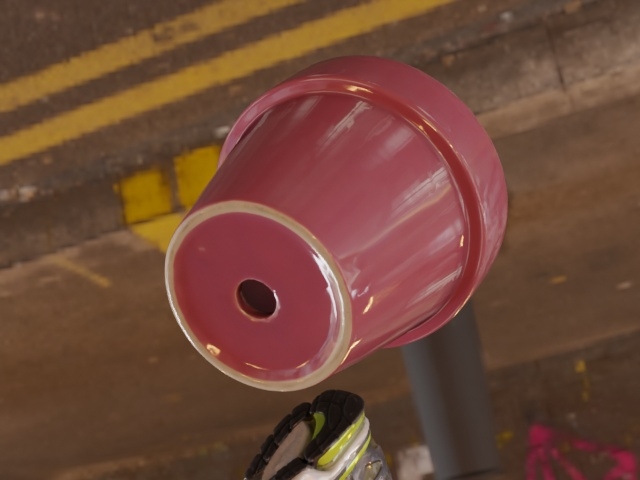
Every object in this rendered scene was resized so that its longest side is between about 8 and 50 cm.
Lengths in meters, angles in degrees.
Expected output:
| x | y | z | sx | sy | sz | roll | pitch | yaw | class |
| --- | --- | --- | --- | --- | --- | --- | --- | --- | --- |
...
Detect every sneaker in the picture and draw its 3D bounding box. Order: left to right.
| x | y | z | sx | sy | sz | roll | pitch | yaw | class |
| --- | --- | --- | --- | --- | --- | --- | --- | --- | --- |
| -0.038 | 0.271 | 1.186 | 0.300 | 0.121 | 0.111 | -46 | -156 | -21 | sneaker |

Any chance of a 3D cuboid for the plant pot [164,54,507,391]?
| x | y | z | sx | sy | sz | roll | pitch | yaw | class |
| --- | --- | --- | --- | --- | --- | --- | --- | --- | --- |
| 0.000 | 0.000 | 0.899 | 0.201 | 0.201 | 0.180 | -25 | -169 | 34 | plant pot |
